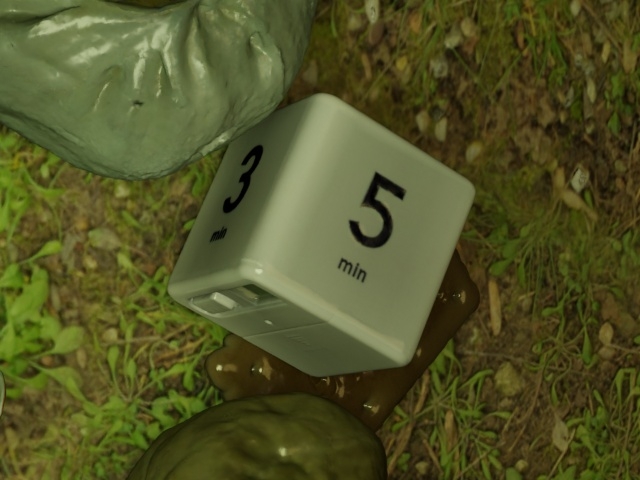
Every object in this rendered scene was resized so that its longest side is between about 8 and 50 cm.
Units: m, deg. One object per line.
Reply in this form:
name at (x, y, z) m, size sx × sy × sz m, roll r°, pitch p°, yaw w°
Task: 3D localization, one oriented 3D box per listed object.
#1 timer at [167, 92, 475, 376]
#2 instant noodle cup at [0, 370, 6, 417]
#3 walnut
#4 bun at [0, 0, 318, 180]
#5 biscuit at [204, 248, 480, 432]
timer at (0.000, 0.000, 1.762) m, size 0.194 × 0.192 × 0.195 m, roll 31°, pitch 69°, yaw -21°
instant noodle cup at (-0.395, 0.127, 1.498) m, size 0.212 × 0.193 × 0.193 m, roll 39°, pitch 69°, yaw -26°
walnut at (-0.048, 0.291, 1.727) m, size 0.277 × 0.282 × 0.253 m, roll -4°, pitch 137°, yaw -31°
bun at (-0.158, -0.230, 1.594) m, size 0.354 × 0.194 × 0.354 m, roll 2°, pitch 83°, yaw -15°
biscuit at (0.033, 0.093, 1.922) m, size 0.325 × 0.044 × 0.217 m, roll -47°, pitch 119°, yaw -26°
